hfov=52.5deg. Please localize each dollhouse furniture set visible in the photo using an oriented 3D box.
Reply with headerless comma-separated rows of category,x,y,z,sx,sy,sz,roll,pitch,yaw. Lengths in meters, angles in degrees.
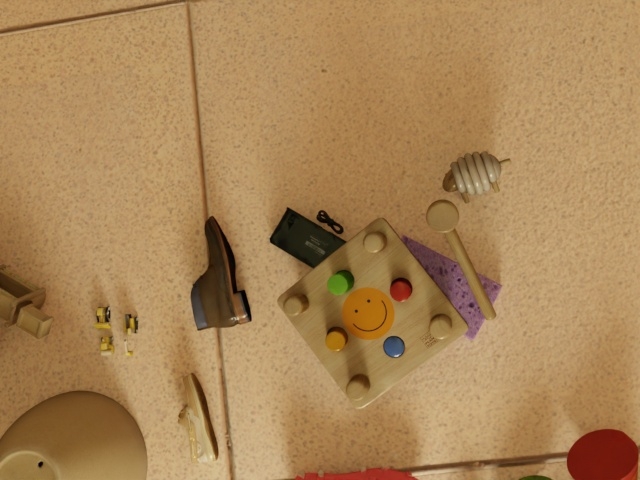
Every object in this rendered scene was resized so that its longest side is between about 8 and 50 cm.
dollhouse furniture set,-0.610,0.166,1.299,0.182,0.101,0.161,28,111,9

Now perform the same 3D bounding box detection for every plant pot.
plant pot,-0.486,0.427,1.180,0.284,0.191,0.284,-1,83,7

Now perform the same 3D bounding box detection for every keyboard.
keyboard,0.000,0.000,1.264,0.180,0.023,0.108,31,93,9

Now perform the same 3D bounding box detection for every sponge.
sponge,0.219,0.088,1.220,0.210,0.031,0.117,28,87,10

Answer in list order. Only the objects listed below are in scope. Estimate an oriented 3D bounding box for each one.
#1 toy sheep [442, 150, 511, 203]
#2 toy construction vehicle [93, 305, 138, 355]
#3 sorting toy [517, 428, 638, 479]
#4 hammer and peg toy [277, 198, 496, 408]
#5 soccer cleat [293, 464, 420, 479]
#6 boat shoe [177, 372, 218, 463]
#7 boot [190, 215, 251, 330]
toy sheep,0.291,-0.124,1.214,0.132,0.091,0.091,-21,80,9
toy construction vehicle,-0.408,0.179,1.282,0.086,0.035,0.098,-1,82,7
sorting toy,0.409,0.482,1.125,0.366,0.127,0.126,-37,109,4
hammer and peg toy,0.133,0.102,1.147,0.361,0.127,0.266,-38,83,11
soccer cleat,0.067,0.466,1.173,0.248,0.083,0.095,-1,112,2
boat shoe,-0.241,0.338,1.226,0.059,0.063,0.170,-16,81,-1
boot,-0.214,0.067,1.251,0.106,0.082,0.219,-18,82,2
